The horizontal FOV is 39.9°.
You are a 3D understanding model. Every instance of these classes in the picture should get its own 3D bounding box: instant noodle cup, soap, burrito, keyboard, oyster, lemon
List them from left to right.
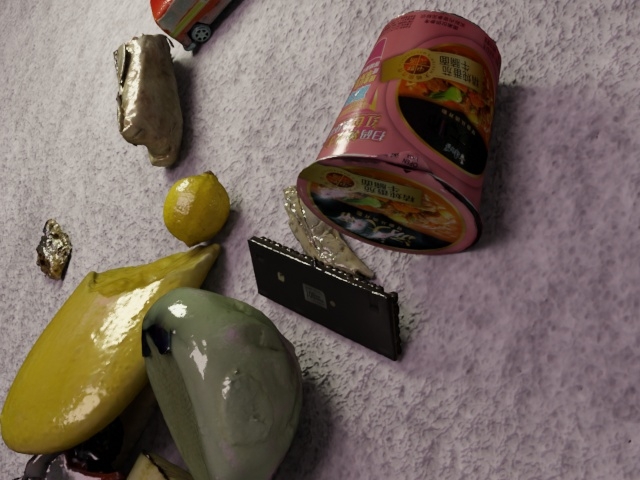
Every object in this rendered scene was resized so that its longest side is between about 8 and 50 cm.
[{"bbox_3d":[-0.568,0.025,1.850,0.148,0.051,0.103,44,109,39],"label":"oyster"},{"bbox_3d":[-0.340,0.151,1.384,0.306,0.115,0.427,-11,37,31],"label":"soap"},{"bbox_3d":[-0.332,-0.297,1.698,0.107,0.175,0.348,-13,52,6],"label":"burrito"},{"bbox_3d":[-0.205,-0.054,1.465,0.109,0.109,0.133,20,91,50],"label":"lemon"},{"bbox_3d":[0.000,-0.002,1.264,0.058,0.063,0.229,-23,47,-17],"label":"burrito"},{"bbox_3d":[0.000,0.067,1.203,0.317,0.027,0.106,22,127,50],"label":"keyboard"},{"bbox_3d":[0.117,-0.142,1.104,0.243,0.244,0.255,-5,58,45],"label":"instant noodle cup"}]

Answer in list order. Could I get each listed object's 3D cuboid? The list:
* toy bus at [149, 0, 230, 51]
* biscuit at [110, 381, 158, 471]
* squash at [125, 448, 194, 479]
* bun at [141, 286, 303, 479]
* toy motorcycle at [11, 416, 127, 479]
[{"bbox_3d":[-0.223,-0.512,1.740,0.265,0.119,0.121,-41,45,24],"label":"toy bus"},{"bbox_3d":[-0.374,0.235,1.529,0.325,0.044,0.217,31,94,50],"label":"biscuit"},{"bbox_3d":[-0.243,0.445,1.225,0.169,0.093,0.252,17,79,56],"label":"squash"},{"bbox_3d":[-0.110,0.186,1.158,0.187,0.293,0.293,-21,36,-20],"label":"bun"},{"bbox_3d":[-0.422,0.446,1.379,0.401,0.134,0.207,-40,62,21],"label":"toy motorcycle"}]
